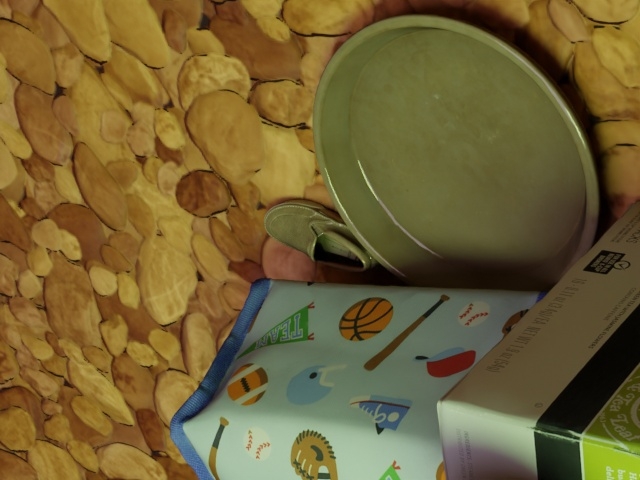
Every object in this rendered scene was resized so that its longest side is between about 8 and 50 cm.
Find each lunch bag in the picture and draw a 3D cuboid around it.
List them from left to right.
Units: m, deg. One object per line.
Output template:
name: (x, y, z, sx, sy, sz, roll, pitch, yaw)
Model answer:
lunch bag: (0.099, 0.242, 1.672, 0.327, 0.239, 0.385, 5, 138, 36)

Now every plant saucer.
plant saucer: (0.117, -0.068, 1.579, 0.277, 0.041, 0.278, 21, 130, 27)

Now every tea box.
tea box: (0.310, 0.155, 1.367, 0.323, 0.329, 0.220, 11, 124, 32)

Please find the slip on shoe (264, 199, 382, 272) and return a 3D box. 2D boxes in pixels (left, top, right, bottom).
slip on shoe: (0.000, 0.000, 1.715, 0.135, 0.041, 0.051, 19, 128, 28)
